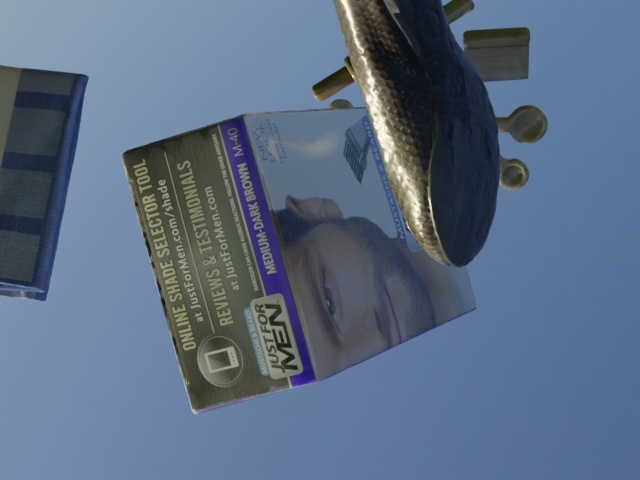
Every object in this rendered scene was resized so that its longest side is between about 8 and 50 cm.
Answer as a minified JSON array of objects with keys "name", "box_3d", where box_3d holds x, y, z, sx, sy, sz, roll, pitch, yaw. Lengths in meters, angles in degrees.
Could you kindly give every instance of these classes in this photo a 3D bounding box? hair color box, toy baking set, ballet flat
[{"name":"hair color box","box_3d":[0.000,0.000,1.116,0.110,0.185,0.339,-16,180,26]},{"name":"toy baking set","box_3d":[0.088,-0.098,1.335,0.256,0.197,0.030,-27,-158,8]},{"name":"ballet flat","box_3d":[0.047,-0.089,0.839,0.058,0.250,0.084,9,-134,34]}]

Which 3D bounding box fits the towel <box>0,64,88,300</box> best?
[{"name":"towel","box_3d":[-0.349,-0.058,1.299,0.285,0.034,0.209,5,-100,16]}]
